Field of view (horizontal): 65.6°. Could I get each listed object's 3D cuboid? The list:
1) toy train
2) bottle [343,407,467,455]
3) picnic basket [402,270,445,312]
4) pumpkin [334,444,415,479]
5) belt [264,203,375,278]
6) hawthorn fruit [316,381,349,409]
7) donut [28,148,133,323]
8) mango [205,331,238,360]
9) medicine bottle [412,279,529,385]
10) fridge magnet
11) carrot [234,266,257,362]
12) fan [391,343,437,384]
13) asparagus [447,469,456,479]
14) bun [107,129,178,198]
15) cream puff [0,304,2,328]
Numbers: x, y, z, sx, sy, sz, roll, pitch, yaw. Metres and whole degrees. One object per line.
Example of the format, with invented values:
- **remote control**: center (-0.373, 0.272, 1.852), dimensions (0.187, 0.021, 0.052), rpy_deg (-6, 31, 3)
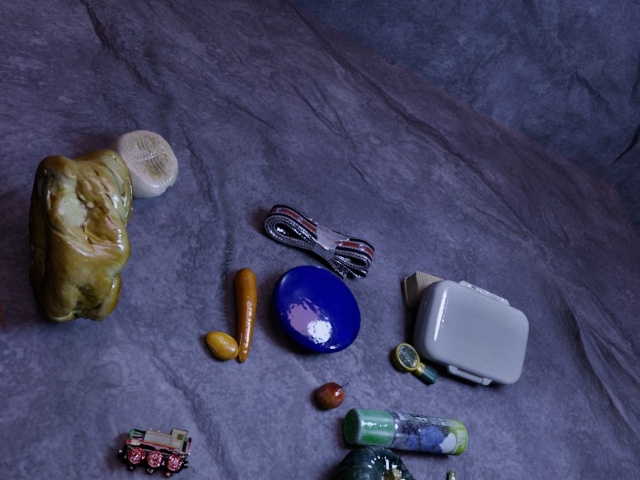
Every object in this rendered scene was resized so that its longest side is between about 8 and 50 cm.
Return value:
- **toy train**: center (-0.328, 0.417, 0.991), dimensions (0.138, 0.050, 0.087), rpy_deg (19, 41, -18)
- **bottle**: center (0.219, 0.488, 1.267), dimensions (0.330, 0.093, 0.093), rpy_deg (15, 47, -23)
- **picnic basket**: center (0.357, 0.180, 1.631), dimensions (0.164, 0.079, 0.115), rpy_deg (18, 46, -21)
- **pumpkin**: center (0.129, 0.559, 1.101), dimensions (0.212, 0.152, 0.211), rpy_deg (23, 42, -23)
- **belt**: center (0.000, 0.000, 1.514), dimensions (0.360, 0.126, 0.094), rpy_deg (28, 42, -10)
- **hawthorn fruit**: center (0.036, 0.375, 1.235), dimensions (0.067, 0.103, 0.066), rpy_deg (34, 23, -17)
- **donut**: center (-0.494, -0.014, 1.019), dimensions (0.170, 0.360, 0.360), rpy_deg (0, 55, -37)
- **mango**: center (-0.238, 0.251, 1.194), dimensions (0.089, 0.046, 0.060), rpy_deg (34, 43, 2)
- **medicine bottle**: center (0.466, 0.286, 1.532), dimensions (0.375, 0.123, 0.282), rpy_deg (24, 71, -20)
- **fridge magnet**: center (-0.011, 0.187, 1.353), dimensions (0.266, 0.112, 0.265), rpy_deg (18, 47, -20)
- **carrot**: center (-0.191, 0.175, 1.272), dimensions (0.062, 0.066, 0.271), rpy_deg (55, 20, -48)
- **fan**: center (0.273, 0.367, 1.446), dimensions (0.155, 0.039, 0.082), rpy_deg (38, 42, -3)
- **asparagus**: center (0.315, 0.687, 1.213), dimensions (0.248, 0.025, 0.024), rpy_deg (-70, 146, -46)
- **bun**: center (-0.485, -0.195, 1.354), dimensions (0.178, 0.128, 0.193), rpy_deg (-31, 86, -45)
- **cream puff**: center (-0.735, 0.119, 0.841), dimensions (0.351, 0.228, 0.350), rpy_deg (18, 49, -22)
